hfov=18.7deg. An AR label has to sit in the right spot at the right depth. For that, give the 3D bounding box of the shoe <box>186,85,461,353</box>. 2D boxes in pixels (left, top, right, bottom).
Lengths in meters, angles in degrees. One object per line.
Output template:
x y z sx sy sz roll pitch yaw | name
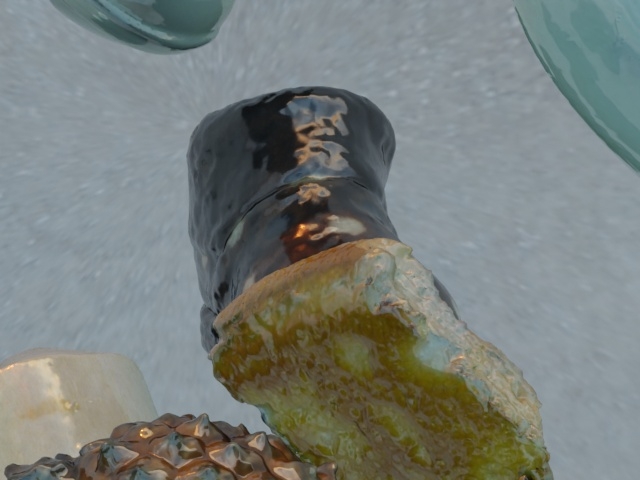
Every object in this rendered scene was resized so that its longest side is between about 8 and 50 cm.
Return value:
0.000 0.000 1.491 0.171 0.384 0.237 -3 96 -14 | shoe

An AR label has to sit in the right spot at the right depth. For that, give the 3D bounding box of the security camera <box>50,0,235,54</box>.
-0.128 -0.271 1.477 0.191 0.197 0.277 41 52 -36 | security camera

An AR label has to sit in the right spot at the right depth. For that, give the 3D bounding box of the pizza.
0.067 0.130 1.132 0.297 0.071 0.189 53 134 3 | pizza

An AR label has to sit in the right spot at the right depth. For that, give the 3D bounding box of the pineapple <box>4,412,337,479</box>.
-0.076 0.159 1.007 0.193 0.166 0.166 28 91 -10 | pineapple

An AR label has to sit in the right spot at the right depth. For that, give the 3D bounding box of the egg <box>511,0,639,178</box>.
0.242 -0.082 0.764 0.371 0.230 0.230 19 92 -19 | egg

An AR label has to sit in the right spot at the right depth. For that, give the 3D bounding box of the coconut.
-0.226 0.186 1.651 0.202 0.202 0.222 -32 51 -1 | coconut
